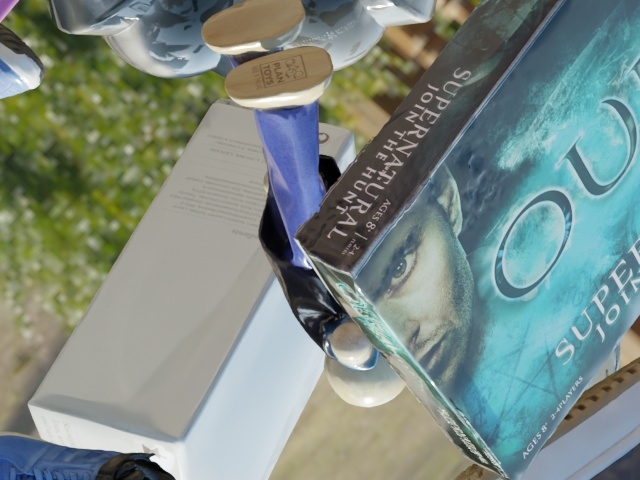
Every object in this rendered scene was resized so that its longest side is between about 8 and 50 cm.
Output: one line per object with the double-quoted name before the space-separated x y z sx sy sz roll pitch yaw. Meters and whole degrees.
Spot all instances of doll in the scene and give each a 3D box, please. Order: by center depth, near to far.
"doll" 0.000 0.000 0.745 0.046 0.129 0.189 -20 132 -3

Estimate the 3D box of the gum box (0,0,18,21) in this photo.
"gum box" -0.106 -0.122 0.344 0.062 0.188 0.107 -8 -139 52

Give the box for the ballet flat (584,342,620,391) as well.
"ballet flat" 0.209 0.133 1.517 0.070 0.070 0.188 3 100 -74

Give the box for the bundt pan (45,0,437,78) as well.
"bundt pan" -0.039 -0.218 1.002 0.331 0.331 0.124 -55 -153 26

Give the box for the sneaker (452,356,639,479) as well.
"sneaker" 0.213 0.108 0.889 0.282 0.153 0.099 -30 174 -17

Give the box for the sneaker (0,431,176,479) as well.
"sneaker" -0.156 0.154 1.164 0.152 0.085 0.058 12 85 -41

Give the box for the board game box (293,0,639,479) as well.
"board game box" 0.080 -0.034 0.536 0.186 0.026 0.126 -53 140 -12

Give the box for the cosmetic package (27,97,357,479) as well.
"cosmetic package" -0.096 0.084 1.720 0.217 0.156 0.385 81 31 -46

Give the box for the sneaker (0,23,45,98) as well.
"sneaker" -0.296 -0.122 1.424 0.080 0.211 0.081 52 52 -42
